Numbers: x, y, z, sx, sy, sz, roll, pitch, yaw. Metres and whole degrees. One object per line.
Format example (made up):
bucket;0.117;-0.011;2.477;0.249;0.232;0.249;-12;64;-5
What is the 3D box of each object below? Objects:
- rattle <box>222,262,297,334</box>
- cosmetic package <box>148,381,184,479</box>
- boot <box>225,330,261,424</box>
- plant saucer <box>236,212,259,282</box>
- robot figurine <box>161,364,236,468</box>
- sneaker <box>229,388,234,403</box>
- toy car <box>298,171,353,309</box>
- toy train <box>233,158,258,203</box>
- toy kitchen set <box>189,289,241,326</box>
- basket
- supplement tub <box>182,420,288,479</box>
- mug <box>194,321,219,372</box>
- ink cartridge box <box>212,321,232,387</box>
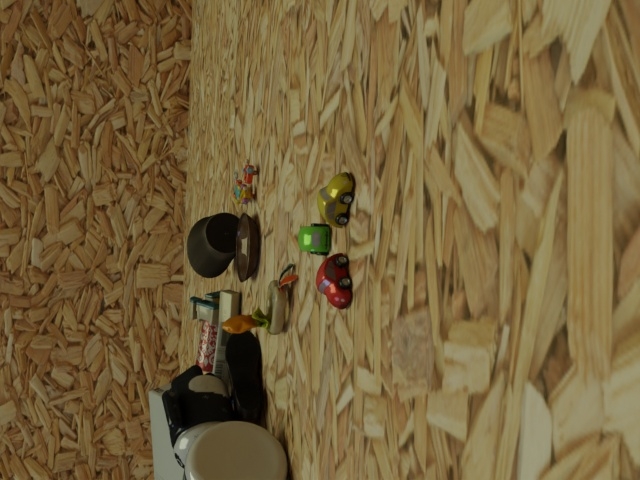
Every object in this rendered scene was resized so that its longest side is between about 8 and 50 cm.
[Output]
rattle;-0.138;0.130;1.607;0.200;0.142;0.130;107;177;-56
cosmetic package;-0.423;0.662;2.267;0.217;0.156;0.385;17;111;42
boot;-0.207;0.419;1.943;0.280;0.096;0.264;100;155;-49
plant saucer;-0.205;0.020;2.001;0.198;0.036;0.199;-179;90;-74
robot figurine;-0.309;0.461;1.819;0.278;0.209;0.174;-114;34;-44
sneaker;-0.282;0.447;2.209;0.058;0.052;0.135;14;109;63
toy car;0.000;0.000;1.296;0.225;0.053;0.239;180;92;-73
toy train;-0.211;-0.164;2.030;0.166;0.046;0.125;179;94;-70
toy kitchen set;-0.304;0.197;2.271;0.207;0.166;0.122;12;103;36
basket;-0.319;0.001;2.198;0.227;0.154;0.205;152;122;-67
supplement tub;-0.209;0.595;1.626;0.228;0.228;0.316;-109;27;-49
mug;-0.332;0.341;2.322;0.113;0.150;0.169;4;-87;-71
ink cartridge box;-0.283;0.355;2.089;0.232;0.066;0.189;118;157;-69
